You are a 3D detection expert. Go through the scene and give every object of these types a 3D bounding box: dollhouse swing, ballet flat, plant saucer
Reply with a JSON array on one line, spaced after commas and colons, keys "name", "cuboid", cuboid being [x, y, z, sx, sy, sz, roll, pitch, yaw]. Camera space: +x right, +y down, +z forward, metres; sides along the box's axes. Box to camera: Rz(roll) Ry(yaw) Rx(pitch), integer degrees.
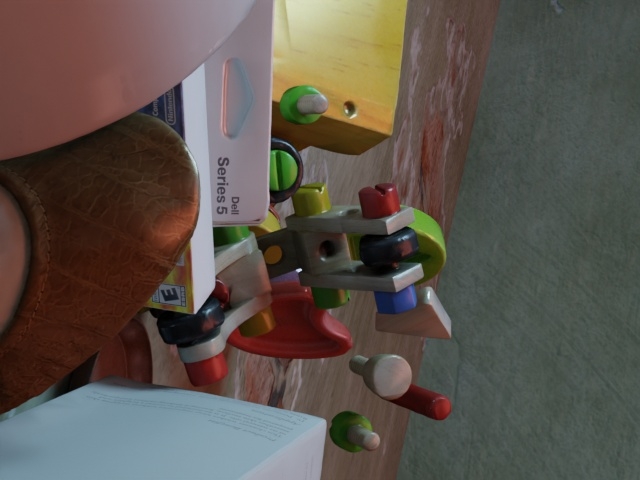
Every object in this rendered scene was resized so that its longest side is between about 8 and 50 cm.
[{"name": "dollhouse swing", "cuboid": [-0.064, -0.277, 1.591, 0.315, 0.305, 0.347, 13, 79, -36]}, {"name": "ballet flat", "cuboid": [-0.214, 0.041, 0.698, 0.124, 0.342, 0.116, 14, 53, -61]}, {"name": "plant saucer", "cuboid": [-0.195, 0.150, 1.366, 0.168, 0.029, 0.169, 7, 90, -77]}]

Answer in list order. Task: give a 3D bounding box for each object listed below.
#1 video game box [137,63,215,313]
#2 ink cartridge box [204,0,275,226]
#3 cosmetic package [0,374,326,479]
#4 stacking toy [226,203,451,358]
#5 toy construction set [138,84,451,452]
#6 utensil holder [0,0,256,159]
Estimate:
[{"name": "video game box", "cuboid": [-0.170, -0.057, 1.029, 0.048, 0.187, 0.205, -55, 149, -56]}, {"name": "ink cartridge box", "cuboid": [-0.109, -0.143, 1.182, 0.273, 0.114, 0.198, -117, -152, -70]}, {"name": "cosmetic package", "cuboid": [-0.158, 0.224, 1.110, 0.385, 0.217, 0.156, -20, 118, -68]}, {"name": "stacking toy", "cuboid": [0.000, 0.000, 1.605, 0.309, 0.279, 0.130, 72, 17, -57]}, {"name": "toy construction set", "cuboid": [-0.036, 0.052, 1.403, 0.257, 0.309, 0.237, -45, -161, -14]}, {"name": "utensil holder", "cuboid": [-0.179, -0.264, 0.598, 0.385, 0.327, 0.328, 81, 21, -53]}]
